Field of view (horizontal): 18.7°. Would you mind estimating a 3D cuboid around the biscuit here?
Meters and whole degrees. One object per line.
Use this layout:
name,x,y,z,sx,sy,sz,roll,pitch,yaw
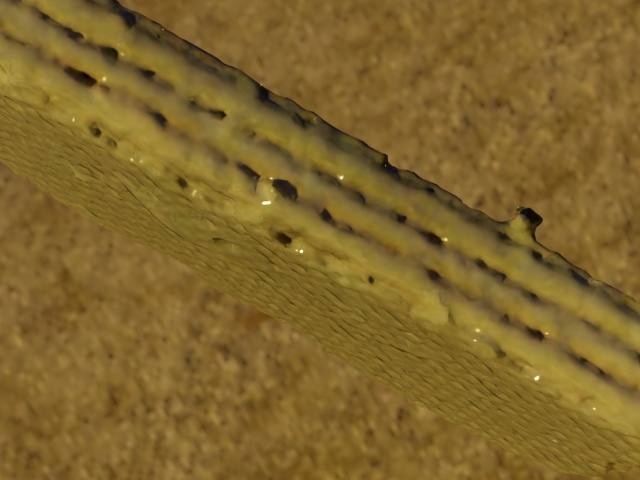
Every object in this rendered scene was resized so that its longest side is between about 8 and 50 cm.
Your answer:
biscuit,0.000,0.000,0.488,0.041,0.199,0.121,-61,1,-13
